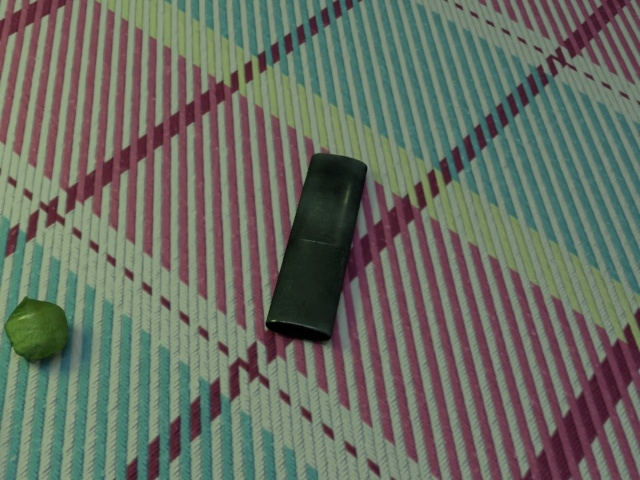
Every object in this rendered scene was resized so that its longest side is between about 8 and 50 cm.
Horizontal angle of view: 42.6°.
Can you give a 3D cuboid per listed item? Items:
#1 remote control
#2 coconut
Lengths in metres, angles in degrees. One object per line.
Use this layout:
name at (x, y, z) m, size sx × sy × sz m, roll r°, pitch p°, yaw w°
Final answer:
remote control at (0.000, 0.000, 1.386) m, size 0.107 × 0.044 × 0.377 m, roll 9°, pitch 52°, yaw 6°
coconut at (-0.422, 0.128, 1.217) m, size 0.088 × 0.088 × 0.096 m, roll -16°, pitch 85°, yaw -18°
